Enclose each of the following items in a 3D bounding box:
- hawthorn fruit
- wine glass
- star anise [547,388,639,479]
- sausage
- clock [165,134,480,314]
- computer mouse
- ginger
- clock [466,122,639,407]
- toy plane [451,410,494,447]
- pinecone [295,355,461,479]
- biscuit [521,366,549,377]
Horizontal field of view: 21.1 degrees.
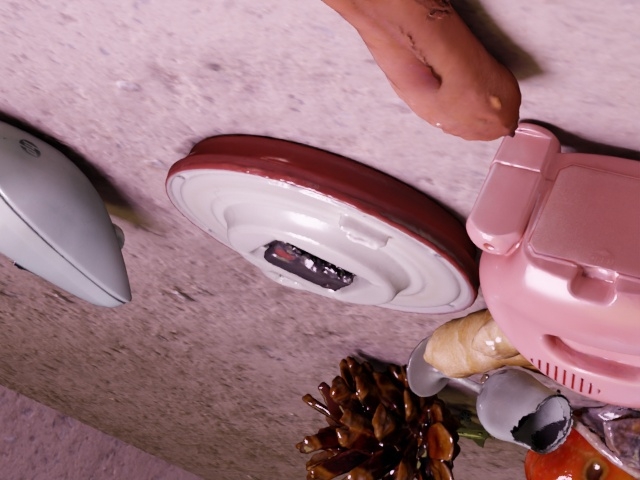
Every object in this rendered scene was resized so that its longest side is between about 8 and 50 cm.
[{"bbox_3d":[0.275,0.247,2.021,0.285,0.165,0.165,35,160,-15],"label":"hawthorn fruit"},{"bbox_3d":[0.186,0.168,1.882,0.079,0.079,0.195,35,173,-41],"label":"wine glass"},{"bbox_3d":[0.371,0.217,1.842,0.262,0.081,0.230,6,-174,13],"label":"star anise"},{"bbox_3d":[0.046,-0.147,1.110,0.078,0.078,0.304,8,162,35],"label":"sausage"},{"bbox_3d":[0.000,0.000,1.631,0.318,0.080,0.318,18,163,5],"label":"clock"},{"bbox_3d":[-0.280,-0.038,1.779,0.288,0.097,0.159,35,-161,-49],"label":"computer mouse"},{"bbox_3d":[0.199,0.070,1.575,0.147,0.081,0.334,-3,167,-11],"label":"ginger"},{"bbox_3d":[0.229,0.049,1.320,0.227,0.142,0.241,15,149,19],"label":"clock"},{"bbox_3d":[0.179,0.246,2.292,0.111,0.040,0.102,18,162,11],"label":"toy plane"},{"bbox_3d":[0.071,0.252,2.153,0.201,0.203,0.229,16,-173,-18],"label":"pinecone"},{"bbox_3d":[0.269,0.128,1.809,0.224,0.033,0.144,18,169,14],"label":"biscuit"}]
